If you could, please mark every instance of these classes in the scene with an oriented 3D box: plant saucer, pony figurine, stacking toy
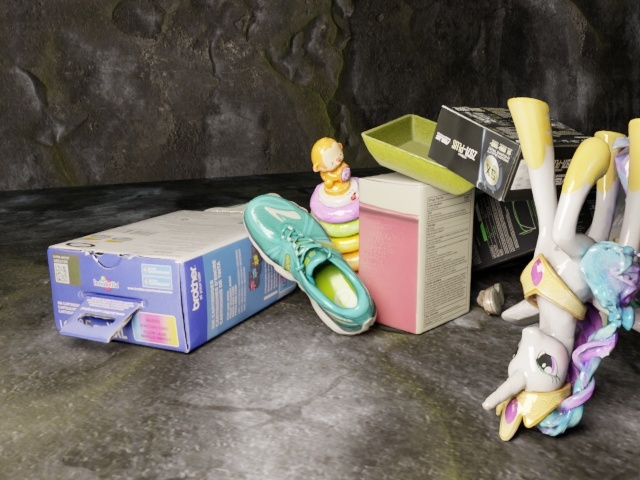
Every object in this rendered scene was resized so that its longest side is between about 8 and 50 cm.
[{"bbox_3d":[0.176,-0.126,1.026,0.188,0.045,0.188,26,30,21],"label":"plant saucer"},{"bbox_3d":[0.323,0.044,0.804,0.350,0.364,0.302,7,1,-39],"label":"pony figurine"},{"bbox_3d":[0.039,-0.048,1.141,0.165,0.302,0.175,26,57,35],"label":"stacking toy"}]

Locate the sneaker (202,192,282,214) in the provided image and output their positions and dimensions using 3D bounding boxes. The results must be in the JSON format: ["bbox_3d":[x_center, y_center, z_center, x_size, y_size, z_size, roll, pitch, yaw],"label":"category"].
[{"bbox_3d":[-0.203,-0.036,1.722,0.255,0.094,0.151,-17,-13,1],"label":"sneaker"}]

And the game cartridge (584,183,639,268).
[{"bbox_3d":[0.540,-0.059,1.025,0.230,0.068,0.355,-25,12,49],"label":"game cartridge"}]

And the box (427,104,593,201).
[{"bbox_3d":[0.264,-0.121,0.918,0.180,0.078,0.147,-6,32,-34],"label":"box"}]

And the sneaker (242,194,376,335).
[{"bbox_3d":[-0.013,0.023,1.032,0.107,0.275,0.110,-43,-17,-8],"label":"sneaker"}]

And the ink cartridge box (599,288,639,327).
[{"bbox_3d":[0.488,0.065,1.123,0.212,0.093,0.154,-11,16,-25],"label":"ink cartridge box"}]

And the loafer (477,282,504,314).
[{"bbox_3d":[0.278,0.100,1.128,0.039,0.045,0.125,-15,1,22],"label":"loafer"}]

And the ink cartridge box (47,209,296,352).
[{"bbox_3d":[-0.249,0.057,1.125,0.269,0.151,0.395,4,13,27],"label":"ink cartridge box"}]

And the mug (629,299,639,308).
[{"bbox_3d":[0.544,0.088,1.001,0.157,0.098,0.129,9,17,41],"label":"mug"}]

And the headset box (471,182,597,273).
[{"bbox_3d":[0.392,-0.032,1.251,0.246,0.131,0.283,-6,-13,-32],"label":"headset box"}]

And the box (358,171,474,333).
[{"bbox_3d":[0.152,0.011,1.088,0.126,0.233,0.148,12,18,43],"label":"box"}]
